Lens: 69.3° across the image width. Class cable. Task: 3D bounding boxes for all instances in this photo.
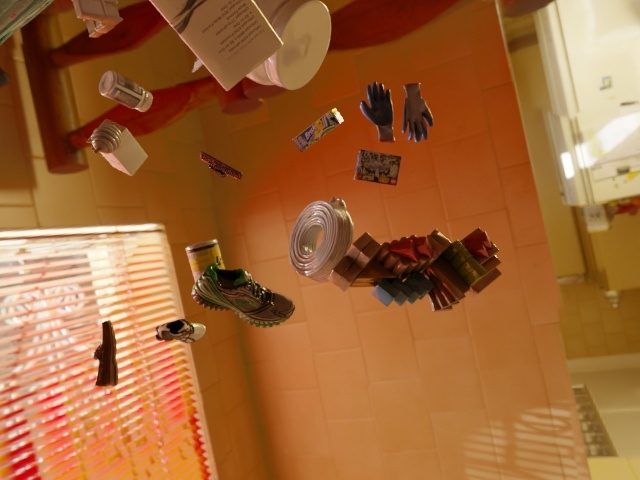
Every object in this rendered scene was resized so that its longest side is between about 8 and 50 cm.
[{"bbox_3d":[0.000,0.000,1.472,0.089,0.257,0.257,21,118,-36],"label":"cable"}]

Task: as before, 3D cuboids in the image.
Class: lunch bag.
[{"bbox_3d":[-0.830,-0.608,1.218,0.224,0.108,0.279,26,-107,46],"label":"lunch bag"}]

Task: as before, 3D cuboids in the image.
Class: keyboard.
[{"bbox_3d":[-0.413,-0.292,1.909,0.192,0.038,0.100,29,164,-4],"label":"keyboard"}]

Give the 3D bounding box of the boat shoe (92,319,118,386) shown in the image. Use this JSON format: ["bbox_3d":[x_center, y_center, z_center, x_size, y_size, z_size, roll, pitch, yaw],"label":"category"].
[{"bbox_3d":[-0.581,0.304,1.245,0.060,0.178,0.064,-4,167,-19],"label":"boat shoe"}]

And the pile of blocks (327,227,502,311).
[{"bbox_3d":[0.202,0.049,0.871,0.362,0.149,0.113,-6,151,-17],"label":"pile of blocks"}]

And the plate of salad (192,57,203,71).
[{"bbox_3d":[-0.369,-0.648,1.596,0.199,0.200,0.048,-12,136,45],"label":"plate of salad"}]

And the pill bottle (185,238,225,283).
[{"bbox_3d":[-0.414,0.108,1.717,0.119,0.209,0.119,-14,-175,1],"label":"pill bottle"}]

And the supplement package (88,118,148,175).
[{"bbox_3d":[-0.749,-0.344,1.726,0.105,0.105,0.179,25,161,17],"label":"supplement package"}]

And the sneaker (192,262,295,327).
[{"bbox_3d":[-0.241,0.181,1.531,0.343,0.134,0.146,19,126,-18],"label":"sneaker"}]

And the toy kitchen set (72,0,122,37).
[{"bbox_3d":[-0.395,-0.393,0.778,0.083,0.068,0.075,-8,-170,36],"label":"toy kitchen set"}]

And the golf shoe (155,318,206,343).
[{"bbox_3d":[-0.489,0.325,1.668,0.198,0.077,0.094,3,149,-46],"label":"golf shoe"}]

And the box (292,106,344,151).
[{"bbox_3d":[-0.008,-0.361,1.516,0.169,0.054,0.059,-30,-167,30],"label":"box"}]

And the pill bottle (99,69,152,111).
[{"bbox_3d":[-0.581,-0.444,1.391,0.078,0.078,0.137,-12,163,30],"label":"pill bottle"}]

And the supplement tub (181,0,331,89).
[{"bbox_3d":[-0.162,-0.515,1.097,0.324,0.236,0.235,32,-162,21],"label":"supplement tub"}]

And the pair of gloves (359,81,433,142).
[{"bbox_3d":[0.192,-0.322,1.166,0.198,0.159,0.023,-9,176,-20],"label":"pair of gloves"}]

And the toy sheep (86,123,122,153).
[{"bbox_3d":[-0.662,-0.309,1.425,0.091,0.132,0.091,9,145,6],"label":"toy sheep"}]

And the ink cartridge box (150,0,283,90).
[{"bbox_3d":[-0.220,-0.426,0.749,0.129,0.307,0.223,-38,-140,5],"label":"ink cartridge box"}]

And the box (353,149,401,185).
[{"bbox_3d":[0.178,-0.227,1.445,0.137,0.094,0.027,7,-170,-13],"label":"box"}]
